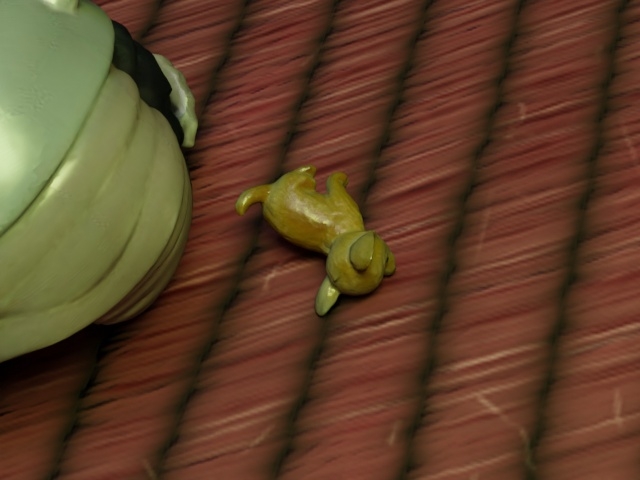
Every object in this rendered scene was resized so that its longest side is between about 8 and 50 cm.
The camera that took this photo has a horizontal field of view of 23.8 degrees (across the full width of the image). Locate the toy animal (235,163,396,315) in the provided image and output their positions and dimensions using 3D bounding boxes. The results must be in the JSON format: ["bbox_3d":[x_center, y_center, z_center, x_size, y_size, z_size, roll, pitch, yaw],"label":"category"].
[{"bbox_3d":[0.000,0.000,0.829,0.081,0.060,0.083,10,39,-29],"label":"toy animal"}]

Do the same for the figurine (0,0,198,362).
[{"bbox_3d":[-0.241,-0.010,0.799,0.361,0.211,0.253,-19,48,1],"label":"figurine"}]
